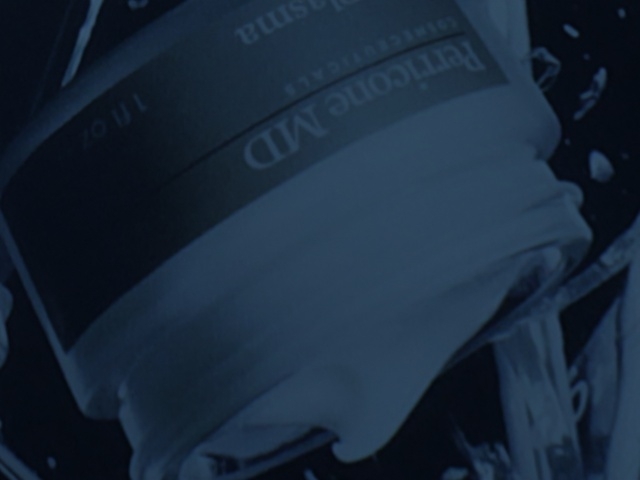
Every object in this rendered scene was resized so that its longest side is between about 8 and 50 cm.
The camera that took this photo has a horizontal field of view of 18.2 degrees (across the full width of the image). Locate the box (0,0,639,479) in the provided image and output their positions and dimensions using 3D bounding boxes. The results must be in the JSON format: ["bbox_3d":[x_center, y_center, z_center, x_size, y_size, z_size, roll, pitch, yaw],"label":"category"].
[{"bbox_3d":[0.000,0.000,0.442,0.179,0.343,0.312,49,19,-64],"label":"box"}]
